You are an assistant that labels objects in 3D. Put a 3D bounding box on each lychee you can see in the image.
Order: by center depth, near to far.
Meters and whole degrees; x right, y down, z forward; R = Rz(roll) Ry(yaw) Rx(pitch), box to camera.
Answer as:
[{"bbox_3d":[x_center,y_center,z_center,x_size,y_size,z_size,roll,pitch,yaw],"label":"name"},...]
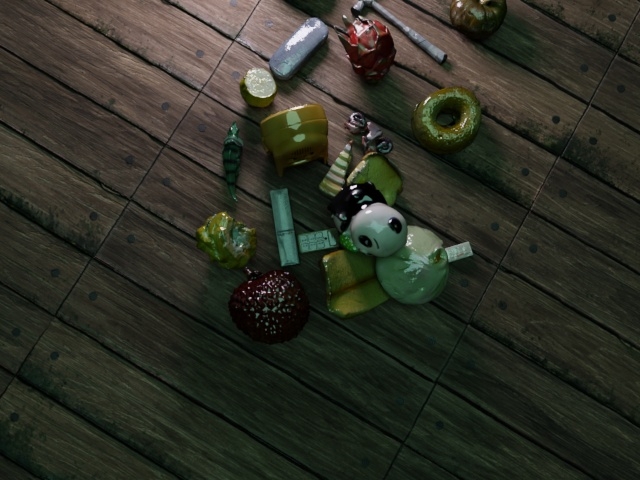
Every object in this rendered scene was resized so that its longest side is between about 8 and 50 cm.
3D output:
[{"bbox_3d":[-0.178,0.215,1.419,0.264,0.264,0.300,-36,90,-4],"label":"lychee"}]

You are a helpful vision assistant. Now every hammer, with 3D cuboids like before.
[{"bbox_3d":[0.322,-0.836,1.644,0.427,0.044,0.152,41,84,2],"label":"hammer"}]

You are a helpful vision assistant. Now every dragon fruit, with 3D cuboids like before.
[{"bbox_3d":[0.175,-0.720,1.544,0.274,0.193,0.192,59,42,-17],"label":"dragon fruit"}]

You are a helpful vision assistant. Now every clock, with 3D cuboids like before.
[{"bbox_3d":[-0.082,-0.360,1.452,0.244,0.317,0.200,-20,92,-4],"label":"clock"}]

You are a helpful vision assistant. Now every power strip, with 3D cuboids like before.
[{"bbox_3d":[0.000,0.000,1.559,0.169,0.028,0.076,-10,84,-2],"label":"power strip"}]

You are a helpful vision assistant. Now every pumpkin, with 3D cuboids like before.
[{"bbox_3d":[0.611,-0.890,1.595,0.219,0.162,0.219,1,84,-6],"label":"pumpkin"}]

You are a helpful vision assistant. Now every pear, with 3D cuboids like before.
[{"bbox_3d":[-0.239,-0.569,1.574,0.141,0.104,0.141,5,78,-24],"label":"pear"}]

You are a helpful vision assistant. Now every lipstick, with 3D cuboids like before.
[{"bbox_3d":[-0.133,-0.048,1.536,0.076,0.077,0.289,-11,84,-2],"label":"lipstick"}]

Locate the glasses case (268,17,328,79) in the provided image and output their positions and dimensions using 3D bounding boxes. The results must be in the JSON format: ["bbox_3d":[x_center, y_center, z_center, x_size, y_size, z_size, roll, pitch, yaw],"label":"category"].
[{"bbox_3d":[-0.084,-0.745,1.611,0.109,0.067,0.282,41,87,6],"label":"glasses case"}]

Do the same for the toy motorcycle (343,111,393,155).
[{"bbox_3d":[0.172,-0.391,1.575,0.118,0.084,0.212,-44,79,-4],"label":"toy motorcycle"}]

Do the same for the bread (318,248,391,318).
[{"bbox_3d":[0.123,0.134,1.384,0.245,0.361,0.233,-21,85,-1],"label":"bread"}]

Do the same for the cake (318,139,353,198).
[{"bbox_3d":[0.060,-0.267,1.546,0.090,0.109,0.225,16,85,1],"label":"cake"}]

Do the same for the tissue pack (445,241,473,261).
[{"bbox_3d":[0.516,0.045,1.568,0.108,0.023,0.056,-16,85,-3],"label":"tissue pack"}]

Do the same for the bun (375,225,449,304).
[{"bbox_3d":[0.345,0.078,1.448,0.293,0.187,0.293,5,74,-18],"label":"bun"}]

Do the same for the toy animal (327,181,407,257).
[{"bbox_3d":[0.154,-0.051,1.373,0.212,0.212,0.267,-30,52,-4],"label":"toy animal"}]

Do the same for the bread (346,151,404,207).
[{"bbox_3d":[0.186,-0.224,1.538,0.251,0.133,0.174,34,90,-42],"label":"bread"}]

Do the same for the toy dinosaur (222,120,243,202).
[{"bbox_3d":[-0.333,-0.299,1.563,0.079,0.120,0.292,2,108,-12],"label":"toy dinosaur"}]

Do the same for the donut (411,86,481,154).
[{"bbox_3d":[0.487,-0.464,1.578,0.272,0.107,0.272,0,85,1],"label":"donut"}]

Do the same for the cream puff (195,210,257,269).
[{"bbox_3d":[-0.342,0.011,1.475,0.195,0.221,0.194,-21,51,29],"label":"cream puff"}]
